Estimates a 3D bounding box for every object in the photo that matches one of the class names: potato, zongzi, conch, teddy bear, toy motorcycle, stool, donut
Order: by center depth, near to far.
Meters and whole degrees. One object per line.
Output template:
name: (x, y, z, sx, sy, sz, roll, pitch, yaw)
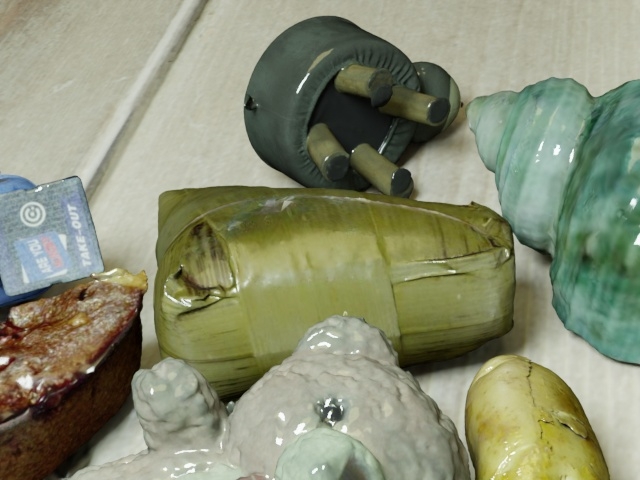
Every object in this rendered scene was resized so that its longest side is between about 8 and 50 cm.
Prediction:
teddy bear: (-0.038, 0.174, 0.762, 0.267, 0.236, 0.151, -25, -8, 3)
potato: (0.137, 0.142, 0.812, 0.080, 0.107, 0.170, -26, 28, 9)
donut: (-0.250, 0.133, 0.946, 0.295, 0.112, 0.151, -17, 36, -6)
conch: (0.228, -0.039, 1.013, 0.277, 0.195, 0.220, 40, 86, 21)
zongzi: (0.000, 0.000, 1.044, 0.274, 0.145, 0.300, -9, 27, -3)
toy motorcycle: (-0.367, 0.027, 1.059, 0.359, 0.125, 0.212, -16, 5, -13)
stool: (0.043, -0.126, 1.194, 0.228, 0.153, 0.139, -28, 37, -23)
